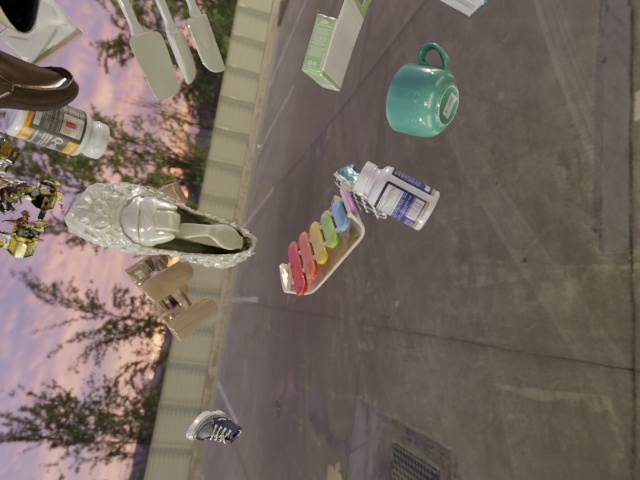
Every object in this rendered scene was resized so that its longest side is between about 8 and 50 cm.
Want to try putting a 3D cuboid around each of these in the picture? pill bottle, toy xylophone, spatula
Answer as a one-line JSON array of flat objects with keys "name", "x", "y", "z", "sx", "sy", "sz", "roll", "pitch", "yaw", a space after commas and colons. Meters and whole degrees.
[{"name": "pill bottle", "x": 0.161, "y": -0.101, "z": 0.938, "sx": 0.094, "sy": 0.169, "sz": 0.094, "roll": -59, "pitch": -6, "yaw": -10}, {"name": "toy xylophone", "x": 0.000, "y": 0.000, "z": 1.191, "sx": 0.322, "sy": 0.081, "sz": 0.236, "roll": -55, "pitch": 30, "yaw": 19}, {"name": "spatula", "x": -0.219, "y": -0.331, "z": 0.585, "sx": 0.168, "sy": 0.019, "sz": 0.242, "roll": -50, "pitch": -47, "yaw": -43}, {"name": "pill bottle", "x": -0.881, "y": -0.384, "z": 1.468, "sx": 0.162, "sy": 0.278, "sz": 0.162, "roll": -12, "pitch": 71, "yaw": 37}]

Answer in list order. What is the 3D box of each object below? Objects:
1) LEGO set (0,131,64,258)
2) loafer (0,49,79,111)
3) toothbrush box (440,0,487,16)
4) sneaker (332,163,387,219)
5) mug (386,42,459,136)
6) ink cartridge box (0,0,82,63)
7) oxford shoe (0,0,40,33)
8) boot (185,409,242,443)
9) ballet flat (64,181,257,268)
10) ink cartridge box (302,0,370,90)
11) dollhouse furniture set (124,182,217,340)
[{"name": "LEGO set", "x": -0.797, "y": -0.132, "z": 1.114, "sx": 0.192, "sy": 0.255, "sz": 0.331, "roll": -54, "pitch": 25, "yaw": 26}, {"name": "loafer", "x": -0.776, "y": -0.402, "z": 1.075, "sx": 0.366, "sy": 0.134, "sz": 0.130, "roll": -35, "pitch": -23, "yaw": -53}, {"name": "toothbrush box", "x": 0.409, "y": -0.823, "z": 1.194, "sx": 0.126, "sy": 0.216, "sz": 0.295, "roll": -113, "pitch": 47, "yaw": -78}, {"name": "sneaker", "x": 0.150, "y": -0.178, "z": 1.509, "sx": 0.275, "sy": 0.110, "sz": 0.107, "roll": 49, "pitch": 172, "yaw": 33}, {"name": "mug", "x": 0.200, "y": -0.275, "z": 0.821, "sx": 0.097, "sy": 0.129, "sz": 0.157, "roll": 25, "pitch": 142, "yaw": 37}, {"name": "ink cartridge box", "x": -0.958, "y": -0.717, "z": 1.514, "sx": 0.207, "sy": 0.119, "sz": 0.353, "roll": -42, "pitch": 31, "yaw": -6}, {"name": "oxford shoe", "x": -0.368, "y": -0.420, "z": 0.514, "sx": 0.123, "sy": 0.130, "sz": 0.348, "roll": -42, "pitch": -6, "yaw": -45}, {"name": "boot", "x": -0.270, "y": 0.494, "z": 1.134, "sx": 0.069, "sy": 0.086, "sz": 0.190, "roll": -62, "pitch": -16, "yaw": -5}, {"name": "ballet flat", "x": -0.296, "y": -0.030, "z": 0.912, "sx": 0.147, "sy": 0.409, "sz": 0.147, "roll": -11, "pitch": 72, "yaw": 37}, {"name": "ink cartridge box", "x": 0.041, "y": -0.479, "z": 0.995, "sx": 0.171, "sy": 0.056, "sz": 0.235, "roll": -21, "pitch": -50, "yaw": -72}, {"name": "dollhouse furniture set", "x": -0.477, "y": 0.053, "z": 1.373, "sx": 0.362, "sy": 0.256, "sz": 0.394, "roll": 7, "pitch": 129, "yaw": 60}]
